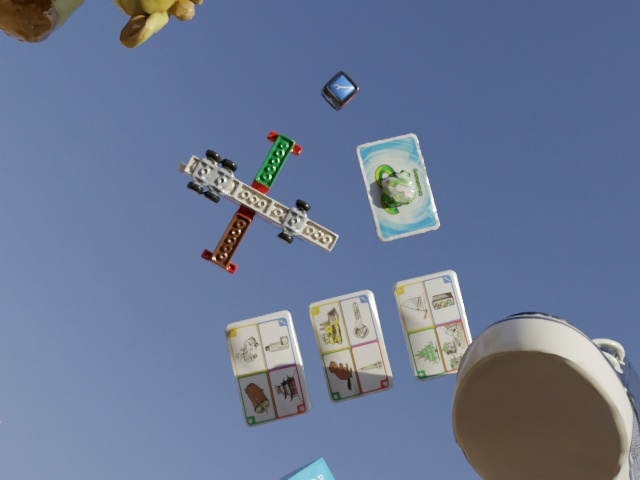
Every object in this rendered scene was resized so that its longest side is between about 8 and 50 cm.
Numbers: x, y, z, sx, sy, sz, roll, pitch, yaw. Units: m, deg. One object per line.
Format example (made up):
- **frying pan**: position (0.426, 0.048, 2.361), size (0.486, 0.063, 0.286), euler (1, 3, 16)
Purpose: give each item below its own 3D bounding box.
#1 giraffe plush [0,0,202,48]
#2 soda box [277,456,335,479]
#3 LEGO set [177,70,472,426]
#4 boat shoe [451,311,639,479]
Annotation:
- **giraffe plush**: position (-0.171, -0.229, 0.746), size (0.171, 0.210, 0.181), euler (25, -79, 34)
- **soda box**: position (0.013, 0.358, 1.052), size (0.067, 0.071, 0.210), euler (-39, -102, 48)
- **LEGO set**: position (0.000, 0.000, 0.718), size (0.060, 0.183, 0.244), euler (147, -71, -79)
- **boat shoe**: position (0.191, 0.124, 0.739), size (0.127, 0.158, 0.340), euler (-2, -41, 22)
